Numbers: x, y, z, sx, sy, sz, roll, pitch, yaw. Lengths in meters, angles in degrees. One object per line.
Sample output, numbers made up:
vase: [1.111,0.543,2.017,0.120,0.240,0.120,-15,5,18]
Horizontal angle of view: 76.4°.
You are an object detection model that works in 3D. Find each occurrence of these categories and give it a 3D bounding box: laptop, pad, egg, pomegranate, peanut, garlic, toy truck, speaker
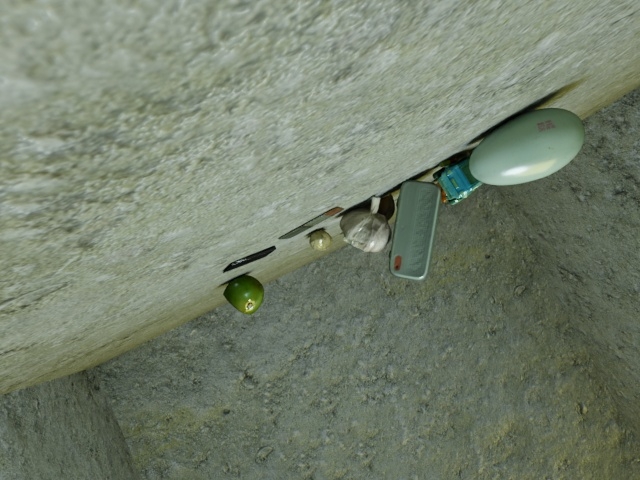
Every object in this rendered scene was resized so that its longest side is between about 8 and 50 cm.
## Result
laptop: [-0.277,0.074,1.580,0.197,0.016,0.135,-21,173,-34]
pad: [-0.001,-0.040,1.576,0.250,0.055,0.323,-28,157,13]
egg: [0.703,-0.314,1.404,0.371,0.230,0.230,-23,176,20]
pomegranate: [-0.363,0.257,2.036,0.159,0.190,0.241,-51,173,-1]
peanut: [0.000,0.000,1.797,0.099,0.090,0.214,2,176,6]
garlic: [0.197,-0.077,1.616,0.219,0.218,0.212,-21,143,-45]
garlic: [0.251,-0.120,1.752,0.196,0.101,0.087,-27,-175,46]
toy truck: [0.581,-0.258,1.659,0.156,0.155,0.279,-33,178,42]
speaker: [0.382,-0.039,1.657,0.183,0.406,0.184,9,178,13]

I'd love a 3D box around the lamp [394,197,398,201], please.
lamp: [0.361,-0.189,1.906,0.056,0.050,0.198,-20,174,-29]

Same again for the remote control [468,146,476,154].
remote control: [0.657,-0.384,1.636,0.053,0.018,0.124,-24,174,-36]

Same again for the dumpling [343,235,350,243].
dumpling: [0.229,-0.044,2.360,0.229,0.124,0.151,-20,138,16]

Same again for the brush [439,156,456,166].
brush: [0.504,-0.310,1.606,0.083,0.018,0.021,-26,-175,-23]

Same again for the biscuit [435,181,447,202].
biscuit: [0.729,-0.316,2.048,0.312,0.110,0.318,-24,169,-23]
